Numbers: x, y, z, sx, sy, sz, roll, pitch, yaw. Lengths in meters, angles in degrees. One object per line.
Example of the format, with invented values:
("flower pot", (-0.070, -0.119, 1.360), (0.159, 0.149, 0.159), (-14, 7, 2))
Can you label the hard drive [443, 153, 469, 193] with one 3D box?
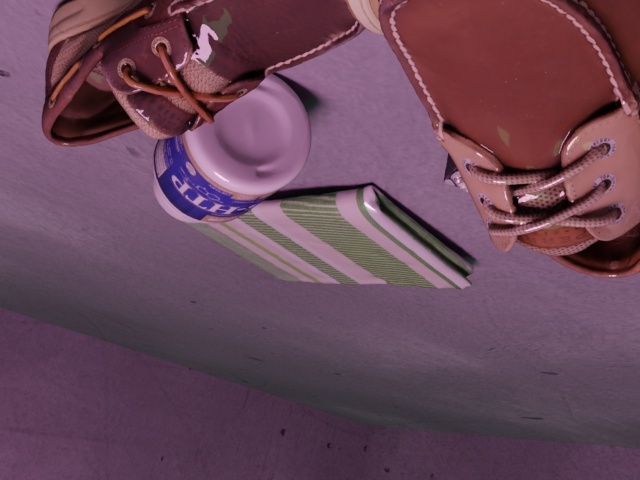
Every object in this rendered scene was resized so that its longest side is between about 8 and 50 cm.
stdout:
("hard drive", (0.294, -0.054, 0.641), (0.338, 0.064, 0.237), (17, 161, -10))

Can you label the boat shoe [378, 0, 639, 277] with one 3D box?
("boat shoe", (0.123, -0.052, 0.405), (0.123, 0.116, 0.324), (-3, 166, 34))

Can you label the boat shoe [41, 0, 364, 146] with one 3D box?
("boat shoe", (-0.096, -0.126, 0.597), (0.342, 0.123, 0.123), (-2, 157, 40))

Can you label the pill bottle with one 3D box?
("pill bottle", (-0.093, -0.076, 0.768), (0.112, 0.112, 0.186), (20, 161, -19))

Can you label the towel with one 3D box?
("towel", (0.000, 0.000, 1.058), (0.324, 0.038, 0.248), (0, 156, 41))

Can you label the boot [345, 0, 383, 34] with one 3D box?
("boot", (0.091, -0.158, 0.379), (0.165, 0.077, 0.213), (8, 161, 11))
